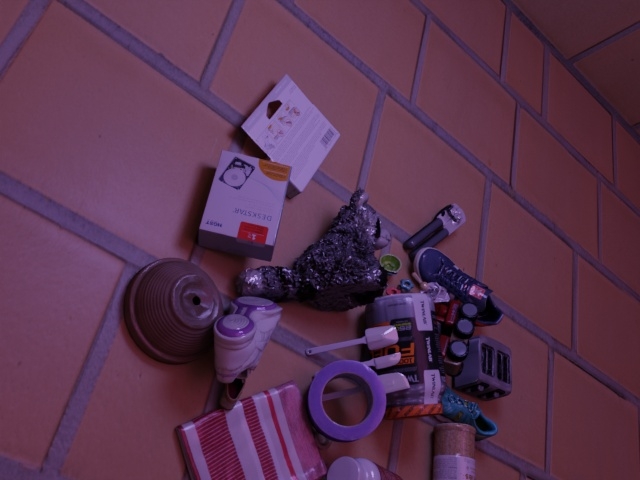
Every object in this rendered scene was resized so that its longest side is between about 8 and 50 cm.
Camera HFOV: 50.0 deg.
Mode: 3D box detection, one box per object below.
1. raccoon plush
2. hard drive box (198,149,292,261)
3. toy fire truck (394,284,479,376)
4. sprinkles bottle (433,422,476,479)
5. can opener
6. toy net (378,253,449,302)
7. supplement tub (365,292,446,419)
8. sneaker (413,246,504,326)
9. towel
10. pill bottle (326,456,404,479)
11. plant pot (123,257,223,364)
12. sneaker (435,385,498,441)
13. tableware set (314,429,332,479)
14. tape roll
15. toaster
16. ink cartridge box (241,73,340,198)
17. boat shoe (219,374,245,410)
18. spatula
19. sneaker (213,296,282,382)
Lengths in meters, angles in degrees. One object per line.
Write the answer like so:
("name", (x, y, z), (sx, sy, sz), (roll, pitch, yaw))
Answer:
("raccoon plush", (0.000, 0.000, 1.769), (0.446, 0.216, 0.299), (13, 57, -38))
("hard drive box", (-0.180, -0.084, 1.658), (0.181, 0.089, 0.232), (12, 61, -5))
("toy fire truck", (0.322, 0.249, 2.007), (0.246, 0.159, 0.217), (16, 52, 13))
("sprinkles bottle", (0.361, 0.682, 1.856), (0.121, 0.121, 0.356), (25, 58, -33))
("can opener", (0.364, -0.028, 2.186), (0.280, 0.093, 0.074), (-36, 96, -35))
("toy net", (0.266, 0.127, 1.981), (0.232, 0.045, 0.122), (22, 45, 5))
("supplement tub", (0.230, 0.312, 1.840), (0.193, 0.193, 0.316), (8, 67, -40))
("sneaker", (0.434, 0.143, 2.097), (0.350, 0.148, 0.131), (40, 72, -25))
("towel", (-0.143, 0.471, 1.535), (0.328, 0.037, 0.237), (-12, 76, -42))
("pill bottle", (0.112, 0.591, 1.639), (0.216, 0.121, 0.121), (41, 49, -41))
("plant pot", (-0.296, 0.144, 1.497), (0.237, 0.109, 0.238), (18, 62, -37))
("sneaker", (0.406, 0.484, 1.986), (0.275, 0.110, 0.107), (41, 50, -21))
("tableware set", (-0.028, 0.508, 1.649), (0.141, 0.020, 0.169), (19, 60, -36))
("tape roll", (0.060, 0.388, 1.658), (0.188, 0.080, 0.189), (2, 71, -5))
("toaster", (0.496, 0.385, 2.107), (0.168, 0.110, 0.186), (27, 56, -32))
("ink cartridge box", (-0.089, -0.290, 1.895), (0.239, 0.060, 0.275), (46, 49, -17))
("boat shoe", (-0.189, 0.317, 1.549), (0.050, 0.045, 0.135), (24, 42, -15))
("spatula", (0.090, 0.316, 1.740), (0.241, 0.019, 0.168), (-11, 77, -2))
("sneaker", (-0.173, 0.219, 1.557), (0.305, 0.114, 0.152), (-36, 136, -71))
